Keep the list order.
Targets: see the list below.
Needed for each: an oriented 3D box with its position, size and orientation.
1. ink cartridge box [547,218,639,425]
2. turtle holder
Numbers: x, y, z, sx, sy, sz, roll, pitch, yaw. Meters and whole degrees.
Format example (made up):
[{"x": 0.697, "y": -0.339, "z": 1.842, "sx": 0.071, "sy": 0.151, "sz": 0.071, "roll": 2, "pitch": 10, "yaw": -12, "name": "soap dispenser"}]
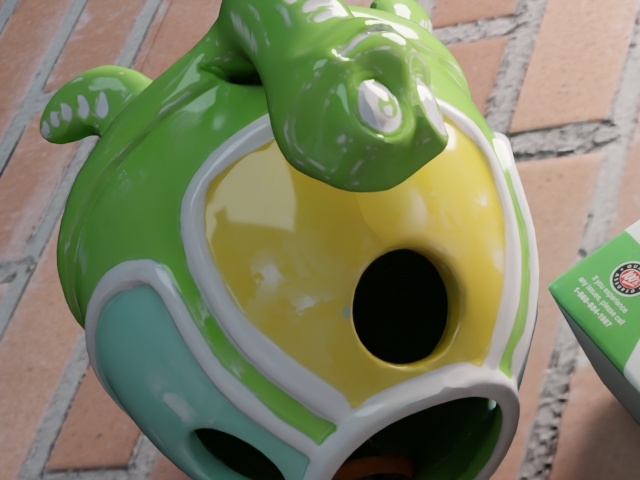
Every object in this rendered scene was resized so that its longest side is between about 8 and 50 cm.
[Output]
[{"x": 0.240, "y": 0.025, "z": 0.882, "sx": 0.208, "sy": 0.087, "sz": 0.153, "roll": -36, "pitch": 39, "yaw": -2, "name": "ink cartridge box"}, {"x": 0.012, "y": 0.004, "z": 0.915, "sx": 0.320, "sy": 0.243, "sz": 0.227, "roll": -55, "pitch": 49, "yaw": 37, "name": "turtle holder"}]
